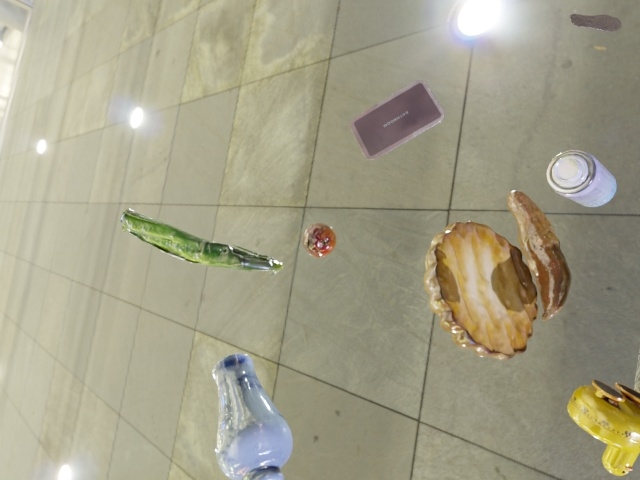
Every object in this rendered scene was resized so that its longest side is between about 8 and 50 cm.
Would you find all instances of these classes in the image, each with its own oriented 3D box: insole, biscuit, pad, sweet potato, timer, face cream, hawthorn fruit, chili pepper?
[{"bbox_3d":[0.599,-0.474,0.926,0.002,0.134,0.045,126,141,-70],"label":"insole"},{"bbox_3d":[0.365,0.113,0.990,0.107,0.325,0.326,-37,56,53],"label":"biscuit"},{"bbox_3d":[0.228,-0.369,1.306,0.266,0.002,0.176,-29,64,14],"label":"pad"},{"bbox_3d":[0.561,0.027,1.080,0.095,0.106,0.355,104,164,-64],"label":"sweet potato"},{"bbox_3d":[0.422,0.270,0.629,0.107,0.107,0.109,29,106,43],"label":"timer"},{"bbox_3d":[0.440,-0.103,0.719,0.075,0.229,0.075,-2,87,41],"label":"face cream"},{"bbox_3d":[-0.002,-0.001,0.852,0.077,0.077,0.077,-12,73,41],"label":"hawthorn fruit"},{"bbox_3d":[-0.257,0.017,0.910,0.358,0.085,0.077,18,52,8],"label":"chili pepper"}]

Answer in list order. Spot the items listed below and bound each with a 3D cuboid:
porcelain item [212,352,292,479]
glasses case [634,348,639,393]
[{"bbox_3d":[-0.139,0.345,0.818,0.141,0.141,0.259,-52,43,21],"label":"porcelain item"},{"bbox_3d":[0.701,0.221,0.824,0.137,0.354,0.085,18,129,33],"label":"glasses case"}]
